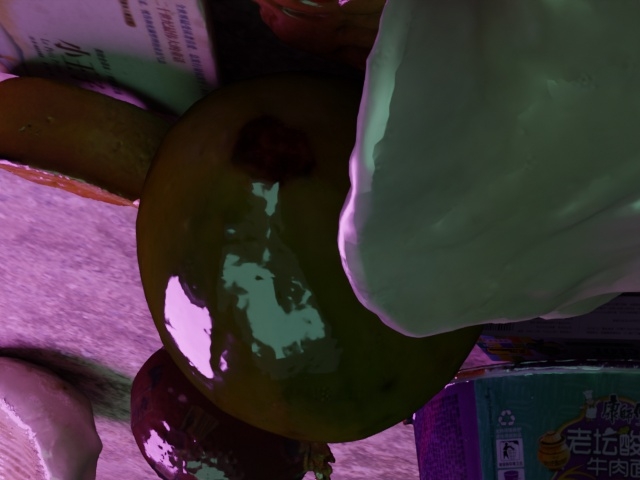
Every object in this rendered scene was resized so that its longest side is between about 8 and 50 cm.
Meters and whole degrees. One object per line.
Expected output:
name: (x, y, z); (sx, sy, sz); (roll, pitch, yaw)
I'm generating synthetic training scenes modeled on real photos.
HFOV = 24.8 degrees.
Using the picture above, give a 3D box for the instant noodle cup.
instant noodle cup: (0.178, 0.198, 0.995); (0.251, 0.190, 0.251); (1, 163, 0)

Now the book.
book: (-0.192, -0.141, 0.792); (0.290, 0.026, 0.201); (15, 163, 7)

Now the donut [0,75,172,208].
donut: (-0.145, -0.056, 0.881); (0.152, 0.058, 0.152); (16, 175, 2)

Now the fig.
fig: (0.000, 0.000, 0.771); (0.203, 0.203, 0.225); (13, 162, 7)

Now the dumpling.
dumpling: (0.114, -0.048, 0.591); (0.187, 0.243, 0.318); (25, 150, 38)

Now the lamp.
lamp: (-0.071, 0.131, 1.158); (0.157, 0.156, 0.135); (-2, 125, -39)

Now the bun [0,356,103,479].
bun: (-0.273, 0.179, 1.392); (0.183, 0.102, 0.183); (24, 130, 32)

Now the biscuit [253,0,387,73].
biscuit: (0.024, -0.130, 0.714); (0.183, 0.043, 0.280); (-6, 142, 44)

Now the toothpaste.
toothpaste: (0.180, 0.059, 0.977); (0.164, 0.034, 0.046); (-1, 151, 32)
